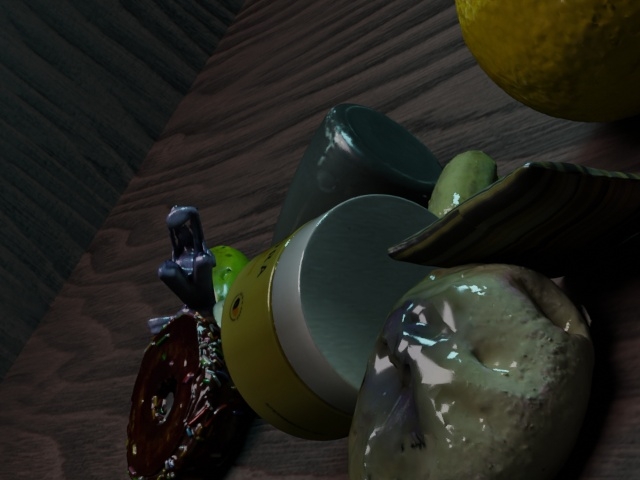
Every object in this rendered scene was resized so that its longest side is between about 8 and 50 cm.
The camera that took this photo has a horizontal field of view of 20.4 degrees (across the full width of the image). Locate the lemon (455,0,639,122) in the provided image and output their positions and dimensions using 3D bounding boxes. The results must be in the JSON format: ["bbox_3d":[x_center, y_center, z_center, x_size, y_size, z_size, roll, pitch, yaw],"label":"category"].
[{"bbox_3d":[0.266,-0.251,1.749,0.293,0.293,0.293,-48,17,20],"label":"lemon"}]

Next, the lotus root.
[{"bbox_3d":[0.155,-0.024,1.917,0.077,0.090,0.183,-12,39,26],"label":"lotus root"}]

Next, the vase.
[{"bbox_3d":[0.000,0.000,2.200,0.321,0.173,0.173,-53,15,24],"label":"vase"}]

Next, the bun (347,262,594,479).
[{"bbox_3d":[0.116,0.138,1.557,0.273,0.168,0.273,-51,21,28],"label":"bun"}]

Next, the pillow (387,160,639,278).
[{"bbox_3d":[0.202,-0.015,1.592,0.208,0.212,0.052,-33,57,50],"label":"pillow"}]

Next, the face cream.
[{"bbox_3d":[0.031,0.082,1.810,0.179,0.218,0.218,-31,28,56],"label":"face cream"}]

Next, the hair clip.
[{"bbox_3d":[-0.166,0.083,2.341,0.137,0.278,0.090,-9,44,3],"label":"hair clip"}]

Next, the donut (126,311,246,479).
[{"bbox_3d":[-0.168,0.211,2.265,0.235,0.089,0.235,-40,41,46],"label":"donut"}]

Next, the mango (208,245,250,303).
[{"bbox_3d":[-0.135,0.078,2.526,0.178,0.100,0.119,-107,16,-62],"label":"mango"}]
